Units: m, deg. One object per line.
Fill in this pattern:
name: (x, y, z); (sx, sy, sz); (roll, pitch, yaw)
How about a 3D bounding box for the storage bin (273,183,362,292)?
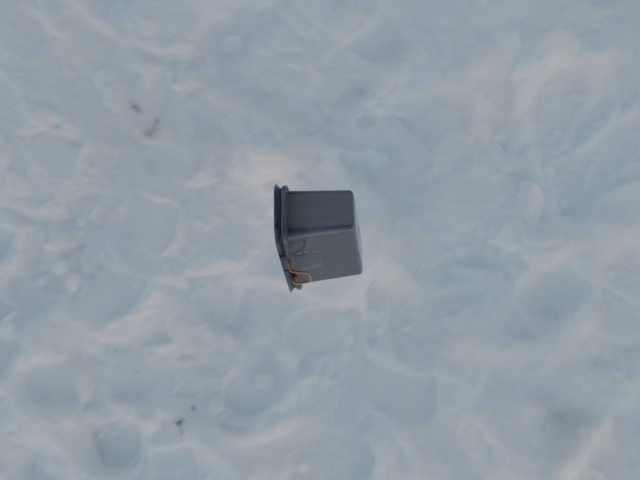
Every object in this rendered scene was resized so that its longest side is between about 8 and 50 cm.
storage bin: (0.000, 0.000, 1.155); (0.091, 0.135, 0.098); (-5, 57, 6)
